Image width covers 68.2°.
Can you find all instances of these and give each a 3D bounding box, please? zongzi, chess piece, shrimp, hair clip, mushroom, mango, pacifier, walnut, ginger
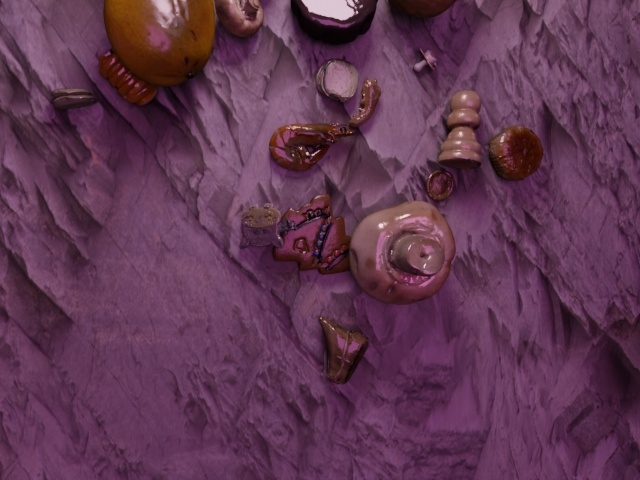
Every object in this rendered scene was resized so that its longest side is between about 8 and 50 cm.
[{"bbox_3d":[0.043,0.370,1.593,0.197,0.099,0.194,27,88,-2],"label":"zongzi"},{"bbox_3d":[0.489,-0.383,1.614,0.142,0.143,0.261,9,86,-13],"label":"chess piece"},{"bbox_3d":[-0.024,-0.307,1.537,0.287,0.063,0.152,-7,98,-8],"label":"shrimp"},{"bbox_3d":[-0.172,-0.046,1.511,0.187,0.056,0.146,-1,86,7],"label":"hair clip"},{"bbox_3d":[0.271,0.023,1.522,0.353,0.353,0.325,19,60,-13],"label":"mushroom"},{"bbox_3d":[-0.238,-0.696,1.412,0.127,0.166,0.166,-7,98,29],"label":"mushroom"},{"bbox_3d":[-0.450,-0.659,1.332,0.301,0.220,0.445,-3,82,-30],"label":"mango"},{"bbox_3d":[0.353,-0.600,1.601,0.078,0.081,0.099,-33,75,24],"label":"pacifier"},{"bbox_3d":[0.328,-0.841,1.471,0.285,0.285,0.296,43,48,-12],"label":"walnut"},{"bbox_3d":[0.153,-0.454,1.570,0.069,0.051,0.173,20,88,-10],"label":"ginger"}]

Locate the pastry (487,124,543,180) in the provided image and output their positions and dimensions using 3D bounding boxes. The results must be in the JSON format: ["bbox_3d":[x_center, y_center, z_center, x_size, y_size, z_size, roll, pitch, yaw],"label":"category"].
[{"bbox_3d":[0.697,-0.311,1.677,0.182,0.093,0.192,-34,100,-10],"label":"pastry"}]

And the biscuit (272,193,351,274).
[{"bbox_3d":[0.000,0.000,1.576,0.301,0.043,0.278,35,87,-13],"label":"biscuit"}]

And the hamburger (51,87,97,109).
[{"bbox_3d":[-0.716,-0.415,1.367,0.121,0.084,0.054,-6,94,-13],"label":"hamburger"}]

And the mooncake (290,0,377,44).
[{"bbox_3d":[0.042,-0.757,1.476,0.283,0.141,0.283,0,86,-7],"label":"mooncake"}]

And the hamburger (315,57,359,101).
[{"bbox_3d":[0.057,-0.525,1.537,0.140,0.062,0.133,29,89,-15],"label":"hamburger"}]

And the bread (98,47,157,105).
[{"bbox_3d":[-0.565,-0.487,1.397,0.119,0.084,0.177,-44,106,-5],"label":"bread"}]

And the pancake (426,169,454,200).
[{"bbox_3d":[0.424,-0.194,1.669,0.114,0.011,0.115,-1,97,-12],"label":"pancake"}]
